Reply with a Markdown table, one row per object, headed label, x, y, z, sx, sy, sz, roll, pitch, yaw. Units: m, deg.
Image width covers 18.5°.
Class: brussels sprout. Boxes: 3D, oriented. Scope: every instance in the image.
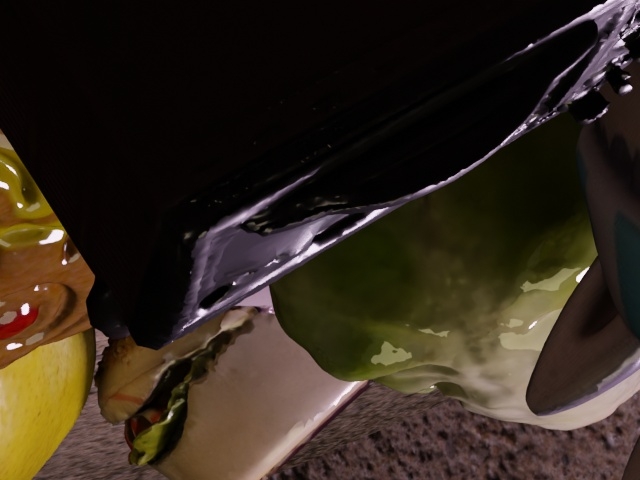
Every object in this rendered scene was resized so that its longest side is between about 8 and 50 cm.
| label | x | y | z | sx | sy | sz | roll | pitch | yaw |
| --- | --- | --- | --- | --- | --- | --- | --- | --- | --- |
| brussels sprout | 0.121 | -0.014 | 1.239 | 0.316 | 0.243 | 0.274 | 26 | 111 | -27 |

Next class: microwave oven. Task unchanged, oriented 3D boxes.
| label | x | y | z | sx | sy | sz | roll | pitch | yaw |
| --- | --- | --- | --- | --- | --- | --- | --- | --- | --- |
| microwave oven | -0.003 | -0.090 | 0.750 | 0.247 | 0.188 | 0.178 | -32 | 173 | -17 |

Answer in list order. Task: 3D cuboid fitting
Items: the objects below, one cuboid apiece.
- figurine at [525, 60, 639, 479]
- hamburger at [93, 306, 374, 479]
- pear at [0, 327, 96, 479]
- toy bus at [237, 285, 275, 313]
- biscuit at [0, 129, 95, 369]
| label | x | y | z | sx | sy | sz | roll | pitch | yaw |
| --- | --- | --- | --- | --- | --- | --- | --- | --- | --- |
| figurine | 0.232 | -0.056 | 1.050 | 0.377 | 0.266 | 0.361 | -42 | 175 | 23 |
| hamburger | -0.044 | 0.080 | 1.587 | 0.302 | 0.170 | 0.302 | -41 | 177 | -3 |
| pear | -0.335 | 0.145 | 1.445 | 0.386 | 0.191 | 0.340 | -9 | 166 | -38 |
| toy bus | 0.000 | 0.000 | 1.396 | 0.274 | 0.112 | 0.090 | 0 | 160 | -29 |
| biscuit | -0.241 | 0.030 | 1.139 | 0.394 | 0.070 | 0.350 | -20 | 155 | -20 |
